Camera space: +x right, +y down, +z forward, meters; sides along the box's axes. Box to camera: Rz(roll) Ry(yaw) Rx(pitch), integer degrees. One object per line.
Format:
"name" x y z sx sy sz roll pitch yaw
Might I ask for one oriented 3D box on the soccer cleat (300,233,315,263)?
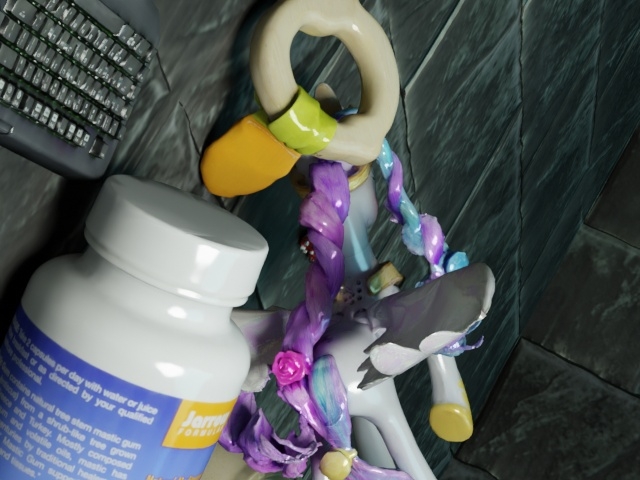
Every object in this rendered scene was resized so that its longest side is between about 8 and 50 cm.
"soccer cleat" 0.000 0.000 1.688 0.083 0.029 0.036 71 39 -74

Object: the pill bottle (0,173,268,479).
"pill bottle" -0.136 0.103 1.153 0.272 0.152 0.152 -65 165 12

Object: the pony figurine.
"pony figurine" 0.016 0.096 1.382 0.351 0.302 0.363 -63 142 -61

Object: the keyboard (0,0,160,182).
"keyboard" -0.171 -0.075 0.974 0.201 0.033 0.317 -62 164 -2

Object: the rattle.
"rattle" -0.015 -0.143 1.340 0.143 0.130 0.200 139 -48 -63

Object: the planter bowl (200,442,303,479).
"planter bowl" -0.080 0.221 1.507 0.162 0.109 0.162 -11 105 -47
